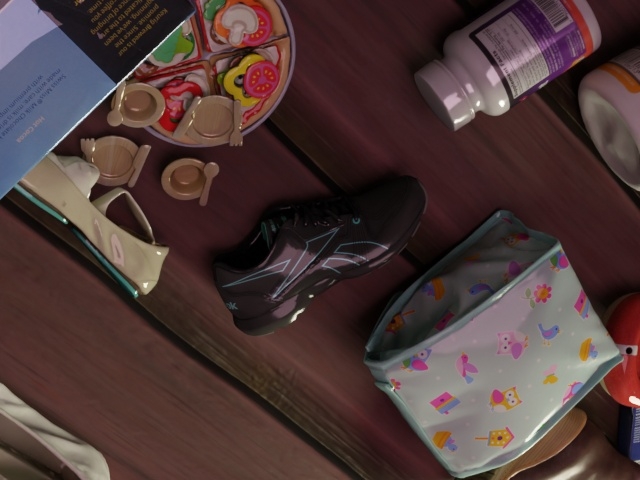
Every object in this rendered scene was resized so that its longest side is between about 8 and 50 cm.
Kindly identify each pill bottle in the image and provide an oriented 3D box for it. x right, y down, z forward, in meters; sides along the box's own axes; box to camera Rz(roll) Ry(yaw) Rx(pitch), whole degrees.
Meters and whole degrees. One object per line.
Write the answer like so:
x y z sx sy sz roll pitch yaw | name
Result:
0.456 -0.187 1.660 0.278 0.162 0.162 -29 120 -7 | pill bottle
0.206 -0.207 1.585 0.193 0.108 0.108 -34 120 -4 | pill bottle

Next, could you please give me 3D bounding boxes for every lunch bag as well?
0.197 0.133 1.704 0.262 0.160 0.223 -40 121 -8 | lunch bag

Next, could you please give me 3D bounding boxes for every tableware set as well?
-0.168 -0.104 1.509 0.169 0.020 0.141 10 125 -18 | tableware set

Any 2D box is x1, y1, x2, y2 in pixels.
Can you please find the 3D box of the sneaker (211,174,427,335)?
0.000 0.000 1.601 0.267 0.101 0.106 -35 118 -4 | sneaker

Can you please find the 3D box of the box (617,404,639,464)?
0.472 0.274 1.941 0.136 0.036 0.225 -9 115 -18 | box

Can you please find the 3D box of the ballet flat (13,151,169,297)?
-0.248 -0.039 1.502 0.086 0.086 0.248 -43 126 0 | ballet flat

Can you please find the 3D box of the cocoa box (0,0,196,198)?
-0.332 -0.197 1.308 0.347 0.231 0.228 -44 121 1 | cocoa box

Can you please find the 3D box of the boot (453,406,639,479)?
0.291 0.340 1.855 0.207 0.090 0.248 40 87 -19 | boot

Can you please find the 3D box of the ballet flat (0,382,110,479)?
-0.380 0.213 1.528 0.400 0.139 0.139 36 96 -30 | ballet flat

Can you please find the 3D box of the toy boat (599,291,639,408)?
0.465 0.147 1.799 0.231 0.151 0.151 8 89 -19 | toy boat

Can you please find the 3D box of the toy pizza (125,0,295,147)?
-0.119 -0.192 1.509 0.201 0.032 0.201 -8 115 -18 | toy pizza
